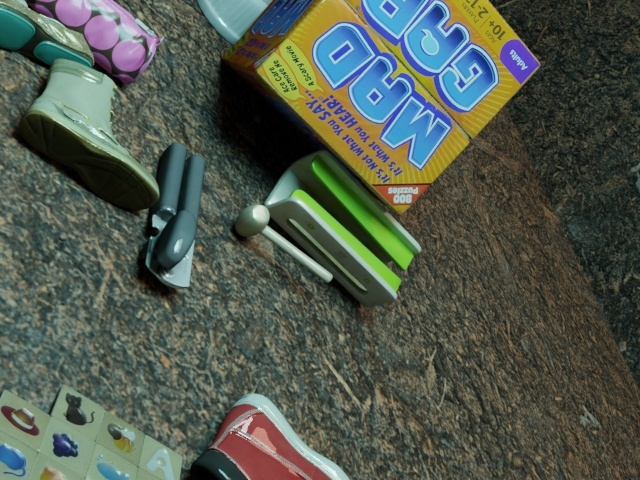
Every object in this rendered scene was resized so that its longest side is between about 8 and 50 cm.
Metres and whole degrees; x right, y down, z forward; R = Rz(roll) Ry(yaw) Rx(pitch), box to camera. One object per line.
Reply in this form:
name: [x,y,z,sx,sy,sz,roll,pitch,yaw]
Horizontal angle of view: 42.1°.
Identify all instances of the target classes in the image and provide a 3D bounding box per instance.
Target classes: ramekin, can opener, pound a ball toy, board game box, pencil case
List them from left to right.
pencil case: [-0.348,-0.341,1.277,0.209,0.098,0.095,36,35,-29]
can opener: [-0.202,-0.044,1.215,0.074,0.093,0.280,35,31,-30]
ramekin: [-0.148,-0.497,1.707,0.207,0.109,0.207,35,36,-31]
pound a ball toy: [0.000,0.000,1.450,0.319,0.136,0.208,43,58,-21]
board game box: [0.092,-0.327,1.514,0.356,0.356,0.356,42,1,-22]

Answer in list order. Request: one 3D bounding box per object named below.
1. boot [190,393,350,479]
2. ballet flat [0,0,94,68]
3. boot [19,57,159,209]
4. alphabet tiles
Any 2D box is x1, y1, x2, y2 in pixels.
boot: [-0.055,0.335,1.061,0.244,0.088,0.176,45,33,-5]
ballet flat: [-0.412,-0.299,1.176,0.206,0.073,0.067,27,40,-54]
boot: [-0.308,-0.153,1.177,0.213,0.077,0.165,37,32,-29]
alphabet tiles: [-0.224,0.293,0.825,0.285,0.011,0.342,37,20,-20]
